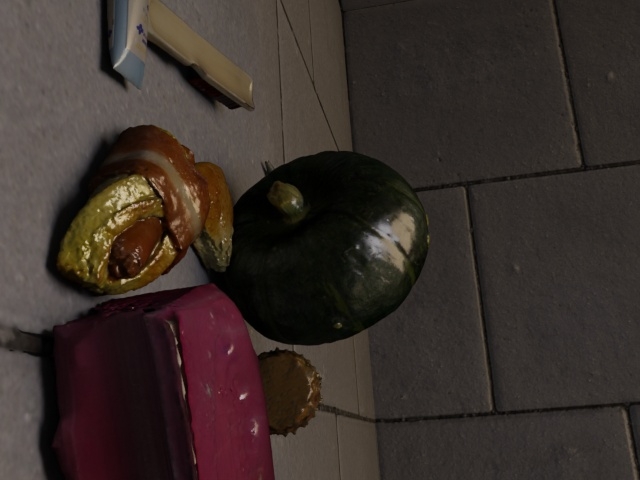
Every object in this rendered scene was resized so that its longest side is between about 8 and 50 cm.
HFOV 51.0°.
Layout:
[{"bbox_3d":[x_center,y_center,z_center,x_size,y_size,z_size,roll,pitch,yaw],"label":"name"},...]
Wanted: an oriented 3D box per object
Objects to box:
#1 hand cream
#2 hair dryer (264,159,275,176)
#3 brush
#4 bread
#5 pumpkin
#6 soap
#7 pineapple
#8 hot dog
[{"bbox_3d":[-0.197,-0.247,0.689,0.065,0.043,0.170,35,51,-78],"label":"hand cream"},{"bbox_3d":[-0.082,-0.085,1.335,0.183,0.044,0.154,56,27,-61],"label":"hair dryer"},{"bbox_3d":[-0.169,-0.240,0.878,0.321,0.050,0.060,22,64,-71],"label":"brush"},{"bbox_3d":[-0.143,-0.053,0.872,0.136,0.054,0.154,-91,173,-46],"label":"bread"},{"bbox_3d":[0.000,0.000,0.941,0.300,0.300,0.207,-87,154,-47],"label":"pumpkin"},{"bbox_3d":[-0.122,0.204,0.587,0.220,0.128,0.324,-19,103,-79],"label":"soap"},{"bbox_3d":[-0.050,0.234,1.033,0.248,0.128,0.128,65,20,-76],"label":"pineapple"},{"bbox_3d":[-0.156,-0.037,0.636,0.261,0.093,0.123,-85,165,-52],"label":"hot dog"}]
